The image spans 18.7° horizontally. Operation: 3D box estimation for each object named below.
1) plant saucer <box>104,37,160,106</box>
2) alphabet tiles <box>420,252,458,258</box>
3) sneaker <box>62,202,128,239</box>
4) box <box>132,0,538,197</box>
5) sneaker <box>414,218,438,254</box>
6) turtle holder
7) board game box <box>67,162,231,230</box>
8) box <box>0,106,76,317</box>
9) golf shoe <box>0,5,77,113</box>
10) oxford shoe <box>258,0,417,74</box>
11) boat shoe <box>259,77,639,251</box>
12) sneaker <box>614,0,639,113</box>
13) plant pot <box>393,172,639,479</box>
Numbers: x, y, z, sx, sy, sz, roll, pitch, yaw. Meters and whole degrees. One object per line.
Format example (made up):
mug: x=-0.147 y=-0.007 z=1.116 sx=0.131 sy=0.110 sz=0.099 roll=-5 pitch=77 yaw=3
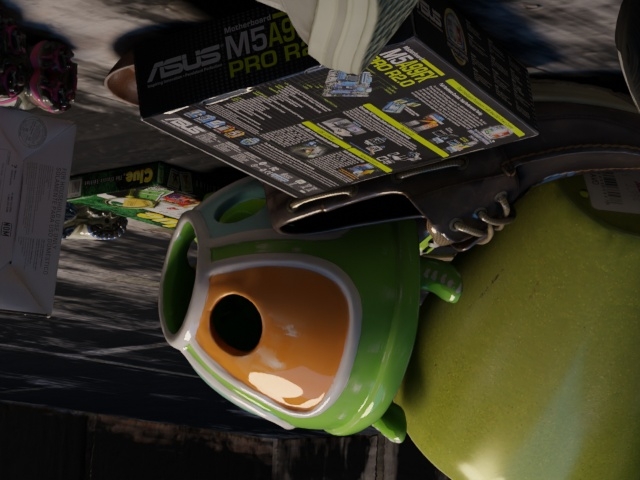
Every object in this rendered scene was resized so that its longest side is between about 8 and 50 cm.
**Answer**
plant saucer: x=-0.087 y=-0.131 z=1.548 sx=0.168 sy=0.029 sz=0.168 roll=3 pitch=169 yaw=1
alphabet tiles: x=0.177 y=0.017 z=2.156 sx=0.237 sy=0.009 sz=0.198 roll=-2 pitch=179 yaw=-22
sneaker: x=-0.278 y=-0.020 z=2.084 sx=0.135 sy=0.052 sz=0.058 roll=10 pitch=171 yaw=-30
box: x=0.019 y=-0.111 z=1.455 sx=0.216 sy=0.060 sz=0.270 roll=-15 pitch=163 yaw=22
sneaker: x=0.077 y=0.005 z=2.008 sx=0.235 sy=0.097 sz=0.084 roll=-3 pitch=168 yaw=21
turtle holder: x=-0.026 y=0.028 z=1.804 sx=0.227 sy=0.320 sz=0.243 roll=10 pitch=136 yaw=-18
board game box: x=-0.128 y=-0.035 z=2.035 sx=0.136 sy=0.030 sz=0.260 roll=-5 pitch=166 yaw=40
box: x=-0.324 y=-0.028 z=1.663 sx=0.087 sy=0.169 sz=0.290 roll=9 pitch=175 yaw=-36
golf shoe: x=-0.258 y=-0.134 z=1.473 sx=0.086 sy=0.067 sz=0.186 roll=0 pitch=169 yaw=19
oxford shoe: x=0.018 y=-0.203 z=0.915 sx=0.130 sy=0.169 sz=0.449 roll=38 pitch=166 yaw=3
boat shoe: x=0.117 y=-0.054 z=1.628 sx=0.355 sy=0.130 sz=0.132 roll=-2 pitch=168 yaw=21
sneaker: x=0.339 y=-0.068 z=1.419 sx=0.447 sy=0.169 sz=0.257 roll=35 pitch=-174 yaw=-26
plant pot: x=0.231 y=0.054 z=1.766 sx=0.275 sy=0.275 sz=0.293 roll=5 pitch=135 yaw=-13
